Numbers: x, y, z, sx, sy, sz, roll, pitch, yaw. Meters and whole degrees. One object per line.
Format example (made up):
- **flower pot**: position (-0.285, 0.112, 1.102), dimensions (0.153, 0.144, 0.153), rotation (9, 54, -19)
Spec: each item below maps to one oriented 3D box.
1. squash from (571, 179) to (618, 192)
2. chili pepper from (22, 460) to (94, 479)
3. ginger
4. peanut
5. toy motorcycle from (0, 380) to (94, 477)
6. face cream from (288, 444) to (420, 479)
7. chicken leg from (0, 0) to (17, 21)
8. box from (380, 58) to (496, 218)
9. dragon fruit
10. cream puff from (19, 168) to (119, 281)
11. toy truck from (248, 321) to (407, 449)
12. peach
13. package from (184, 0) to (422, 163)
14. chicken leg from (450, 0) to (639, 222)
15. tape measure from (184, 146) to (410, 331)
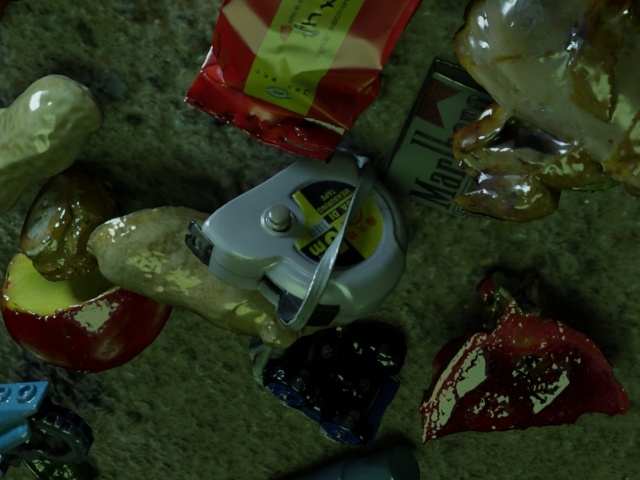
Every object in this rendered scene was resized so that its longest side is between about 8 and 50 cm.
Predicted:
- **squash**: position (0.293, -0.132, 1.236), dimensions (0.105, 0.105, 0.132), rotation (14, 121, 3)
- **chili pepper**: position (-0.405, 0.376, 1.846), dimensions (0.072, 0.073, 0.204), rotation (-28, 120, 16)
- **ginger**: position (-0.106, 0.038, 1.399), dimensions (0.354, 0.189, 0.126), rotation (13, 142, -2)
- **peanut**: position (-0.368, -0.117, 1.397), dimensions (0.257, 0.123, 0.123), rotation (-33, 115, 31)
- **toy motorcycle**: position (-0.545, 0.267, 1.718), dimensions (0.416, 0.172, 0.232), rotation (-6, 134, 29)
- **face cream**: position (-0.009, 0.399, 1.755), dimensions (0.135, 0.086, 0.385), rotation (44, 131, -18)
- **chicken leg**: position (-0.365, -0.278, 1.304), dimensions (0.089, 0.048, 0.219), rotation (38, 128, -13)
- **box**: position (0.150, -0.112, 1.320), dimensions (0.115, 0.036, 0.177), rotation (21, 131, -2)
- **dragon fruit**: position (0.245, 0.132, 1.451), dimensions (0.262, 0.134, 0.211), rotation (-5, 117, -2)
- **cream puff**: position (-0.311, -0.014, 1.454), dimensions (0.126, 0.143, 0.103), rotation (-6, 148, 47)
- **toy truck**: position (-0.002, 0.178, 1.543), dimensions (0.213, 0.161, 0.177), rotation (39, 151, -17)
- **peach**: position (-0.291, 0.094, 1.533), dimensions (0.268, 0.158, 0.154), rotation (-9, 132, 19)
- **package**: position (0.017, -0.274, 1.161), dimensions (0.196, 0.123, 0.423), rotation (25, 131, -4)
- **chicken leg**: position (0.273, -0.090, 1.130), dimensions (0.409, 0.182, 0.295), rotation (48, 113, 11)
- **tape measure**: position (0.000, 0.000, 1.305), dimensions (0.197, 0.236, 0.120), rotation (48, 152, 13)
